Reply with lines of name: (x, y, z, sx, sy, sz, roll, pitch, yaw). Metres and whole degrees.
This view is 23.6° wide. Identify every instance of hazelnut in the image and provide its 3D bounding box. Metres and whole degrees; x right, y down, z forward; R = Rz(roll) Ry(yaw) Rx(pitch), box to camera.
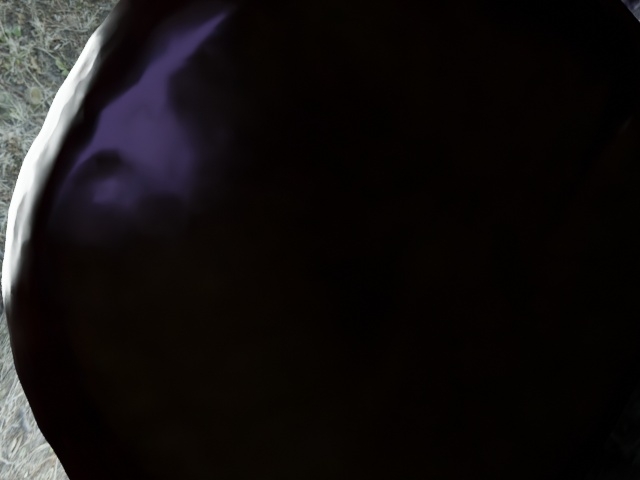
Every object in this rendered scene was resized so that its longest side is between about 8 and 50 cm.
hazelnut: (0.000, 0.000, 0.895, 0.402, 0.402, 0.429, 18, 89, 70)
